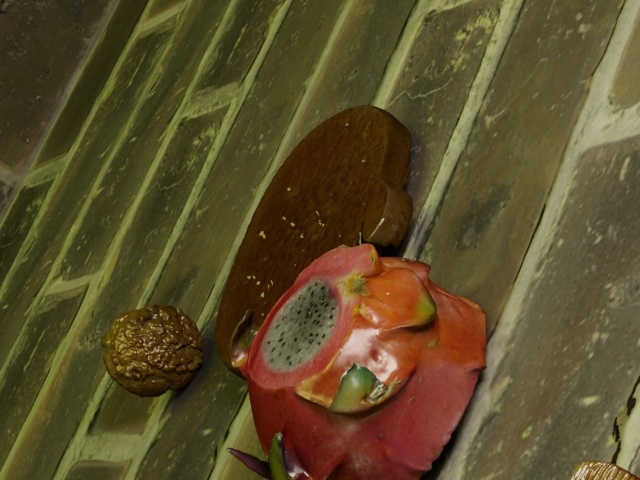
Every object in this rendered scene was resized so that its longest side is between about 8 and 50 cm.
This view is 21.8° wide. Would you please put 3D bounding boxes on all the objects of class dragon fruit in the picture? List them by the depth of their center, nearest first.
[{"bbox_3d":[0.027,0.137,1.724,0.290,0.189,0.291,-44,26,28],"label":"dragon fruit"}]

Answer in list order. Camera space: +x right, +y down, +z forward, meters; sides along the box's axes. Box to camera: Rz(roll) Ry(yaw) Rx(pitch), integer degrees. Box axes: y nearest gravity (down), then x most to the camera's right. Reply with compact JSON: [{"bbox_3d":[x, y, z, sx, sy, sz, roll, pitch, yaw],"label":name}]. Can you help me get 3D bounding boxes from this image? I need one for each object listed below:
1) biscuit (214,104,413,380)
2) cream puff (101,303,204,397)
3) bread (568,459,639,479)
[{"bbox_3d":[0.007,0.005,2.087,0.350,0.070,0.394,-11,51,56],"label":"biscuit"},{"bbox_3d":[-0.224,0.145,2.272,0.103,0.144,0.126,-51,55,42],"label":"cream puff"},{"bbox_3d":[0.235,0.221,1.352,0.085,0.085,0.053,-15,39,57],"label":"bread"}]
